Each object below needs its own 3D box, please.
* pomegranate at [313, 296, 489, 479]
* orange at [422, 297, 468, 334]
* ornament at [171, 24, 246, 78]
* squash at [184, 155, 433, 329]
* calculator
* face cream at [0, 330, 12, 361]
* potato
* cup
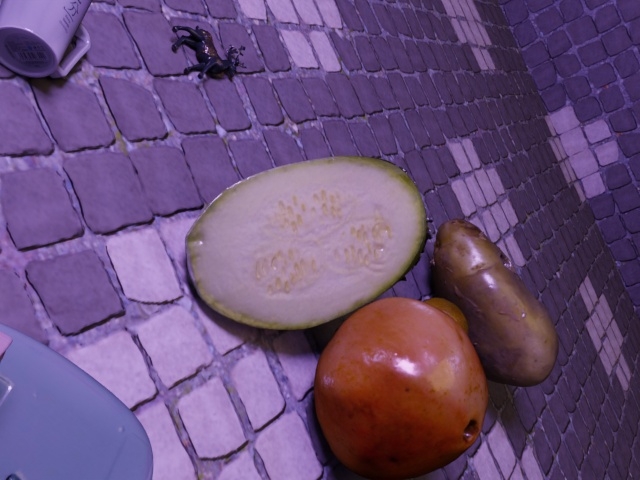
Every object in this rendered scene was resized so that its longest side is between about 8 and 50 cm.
[{"bbox_3d":[0.089,0.175,0.782,0.209,0.209,0.209,34,44,-41],"label":"pomegranate"},{"bbox_3d":[0.182,0.131,1.051,0.085,0.085,0.095,29,26,-44],"label":"orange"},{"bbox_3d":[-0.139,-0.244,0.879,0.125,0.028,0.073,-33,98,-56],"label":"ornament"},{"bbox_3d":[0.000,0.000,0.774,0.260,0.189,0.189,-19,86,-62],"label":"squash"},{"bbox_3d":[-0.212,0.169,0.489,0.299,0.041,0.185,47,37,-24],"label":"calculator"},{"bbox_3d":[-0.290,0.044,0.397,0.198,0.057,0.084,32,43,-19],"label":"face cream"},{"bbox_3d":[0.267,0.103,1.114,0.141,0.191,0.296,-23,83,-15],"label":"potato"},{"bbox_3d":[-0.258,-0.208,0.654,0.104,0.074,0.116,70,20,-56],"label":"cup"}]
